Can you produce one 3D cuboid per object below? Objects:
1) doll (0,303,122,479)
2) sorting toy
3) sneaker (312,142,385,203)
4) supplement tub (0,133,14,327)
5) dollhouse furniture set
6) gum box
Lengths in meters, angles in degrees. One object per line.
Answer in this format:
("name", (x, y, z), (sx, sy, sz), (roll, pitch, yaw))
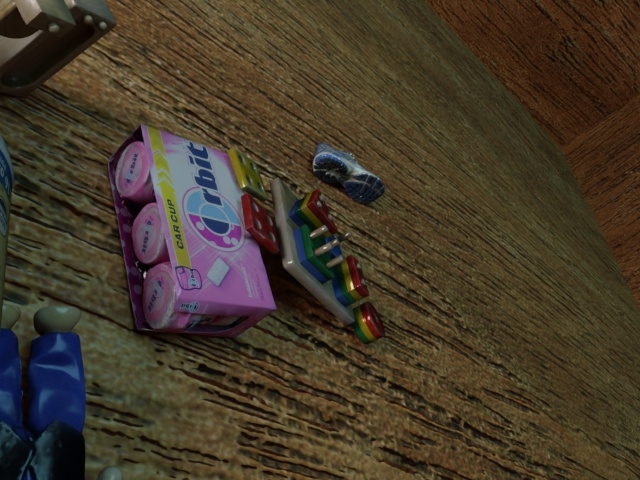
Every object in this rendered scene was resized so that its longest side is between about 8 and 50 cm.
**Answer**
("doll", (-0.177, 0.131, 0.338), (0.129, 0.046, 0.189), (9, 54, -38))
("sorting toy", (0.000, 0.000, 0.647), (0.274, 0.046, 0.132), (47, 22, -42))
("sneaker", (0.044, -0.104, 0.869), (0.135, 0.052, 0.058), (29, 35, -36))
("supplement tub", (-0.229, 0.026, 0.275), (0.144, 0.144, 0.200), (20, 44, -43))
("dollhouse furniture set", (-0.233, -0.110, 0.434), (0.123, 0.144, 0.151), (63, 17, 6))
("gum box", (-0.118, -0.002, 0.534), (0.107, 0.062, 0.189), (14, 48, -48))
